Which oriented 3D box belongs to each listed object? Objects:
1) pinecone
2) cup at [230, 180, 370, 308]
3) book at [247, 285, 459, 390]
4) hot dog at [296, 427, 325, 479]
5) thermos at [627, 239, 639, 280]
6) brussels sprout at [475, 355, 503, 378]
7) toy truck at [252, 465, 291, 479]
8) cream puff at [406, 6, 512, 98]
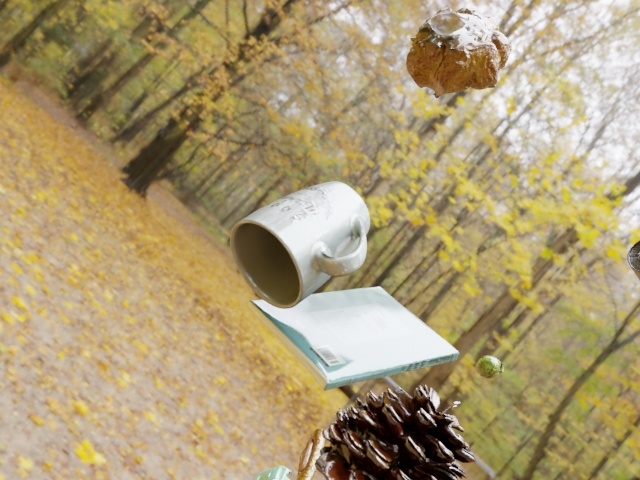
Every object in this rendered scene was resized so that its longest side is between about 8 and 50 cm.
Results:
[{"bbox_3d":[0.109,0.296,1.040,0.221,0.221,0.221,43,-2,2],"label":"pinecone"},{"bbox_3d":[0.000,0.000,1.429,0.258,0.234,0.186,15,-52,44],"label":"cup"},{"bbox_3d":[0.073,0.181,1.528,0.380,0.031,0.264,-2,32,-42],"label":"book"},{"bbox_3d":[-0.022,0.401,1.373,0.028,0.137,0.044,32,-38,-13],"label":"hot dog"},{"bbox_3d":[0.906,0.118,1.954,0.110,0.136,0.330,-19,-49,35],"label":"thermos"},{"bbox_3d":[0.345,0.259,1.553,0.051,0.046,0.083,13,-8,23],"label":"brussels sprout"},{"bbox_3d":[-0.156,0.737,2.023,0.156,0.155,0.278,44,41,-21],"label":"toy truck"},{"bbox_3d":[0.321,-0.450,1.807,0.154,0.269,0.241,82,-19,-51],"label":"cream puff"}]
